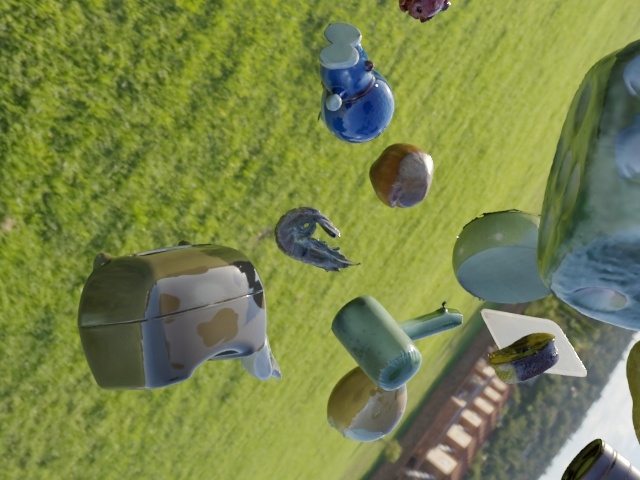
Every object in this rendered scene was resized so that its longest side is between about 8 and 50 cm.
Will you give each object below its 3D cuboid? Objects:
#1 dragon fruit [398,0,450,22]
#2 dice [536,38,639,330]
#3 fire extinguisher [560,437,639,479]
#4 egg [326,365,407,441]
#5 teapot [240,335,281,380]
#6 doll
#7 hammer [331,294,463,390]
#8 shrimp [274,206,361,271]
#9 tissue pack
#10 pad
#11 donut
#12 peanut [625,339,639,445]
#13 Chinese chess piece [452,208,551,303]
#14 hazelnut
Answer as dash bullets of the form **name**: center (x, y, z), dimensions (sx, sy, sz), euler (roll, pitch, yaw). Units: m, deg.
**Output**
- **dragon fruit**: center (0.247, -0.564, 1.767), dimensions (0.068, 0.126, 0.112), euler (-81, 168, -48)
- **dice**: center (0.513, -0.071, 1.075), dimensions (0.348, 0.328, 0.330), euler (88, 16, -63)
- **fire extinguisher**: center (0.524, 0.446, 1.108), dimensions (0.102, 0.344, 0.138), euler (-49, 170, -4)
- **egg**: center (0.135, 0.439, 2.076), dimensions (0.244, 0.201, 0.201), euler (-56, 161, 11)
- **teapot**: center (-0.167, 0.288, 1.978), dimensions (0.092, 0.145, 0.226), euler (-14, 125, -4)
- **doll**: center (0.056, -0.311, 1.543), dimensions (0.215, 0.161, 0.257), euler (-66, 150, -31)
- **hammer**: center (0.196, 0.191, 1.617), dimensions (0.335, 0.206, 0.119), euler (-12, 139, -39)
- **shrimp**: center (0.000, 0.000, 1.720), dimensions (0.126, 0.223, 0.047), euler (-68, -159, -1)
- **tissue pack**: center (-0.302, 0.141, 1.583), dimensions (0.387, 0.267, 0.277), euler (-13, 96, -55)
- **pad**: center (0.493, 0.237, 1.742), dimensions (0.266, 0.176, 0.002), euler (11, 129, -30)
- **donut**: center (0.403, 0.230, 1.480), dimensions (0.140, 0.059, 0.140), euler (-25, -179, 1)
- **peanut**: center (0.838, 0.396, 1.876), dimensions (0.149, 0.149, 0.313), euler (76, 14, -65)
- **Chinese chess piece**: center (0.582, 0.055, 2.319), dimensions (0.349, 0.349, 0.146), euler (95, 4, -55)
- **hazelnut**: center (0.210, -0.170, 2.009), dimensions (0.182, 0.182, 0.182), euler (-46, 159, -23)
